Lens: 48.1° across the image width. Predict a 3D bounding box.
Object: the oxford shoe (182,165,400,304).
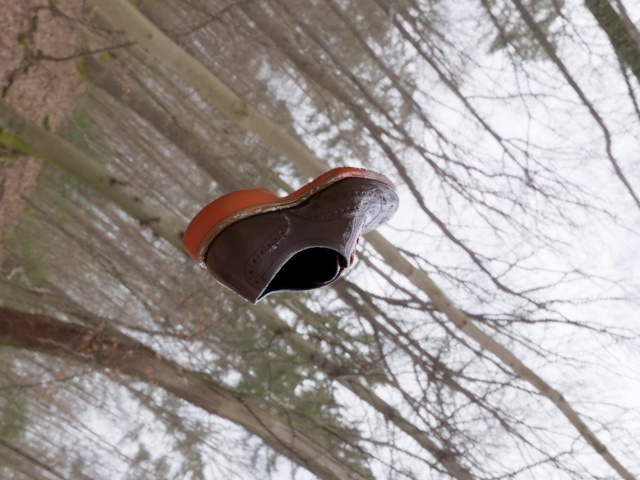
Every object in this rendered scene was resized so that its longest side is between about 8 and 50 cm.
[{"bbox_3d":[0.000,0.000,0.683,0.271,0.098,0.096,-19,148,-45],"label":"oxford shoe"}]
